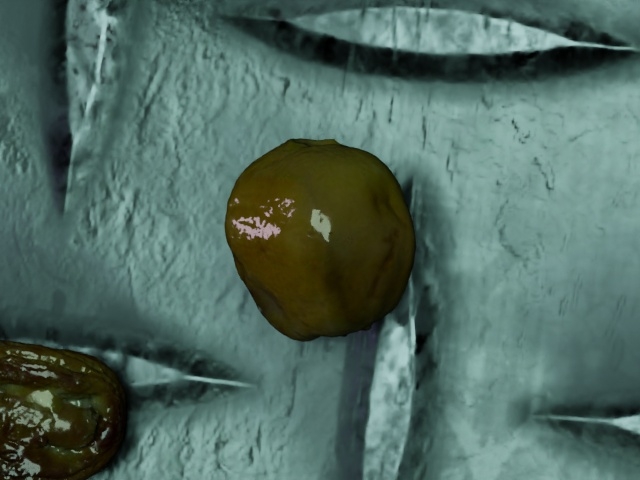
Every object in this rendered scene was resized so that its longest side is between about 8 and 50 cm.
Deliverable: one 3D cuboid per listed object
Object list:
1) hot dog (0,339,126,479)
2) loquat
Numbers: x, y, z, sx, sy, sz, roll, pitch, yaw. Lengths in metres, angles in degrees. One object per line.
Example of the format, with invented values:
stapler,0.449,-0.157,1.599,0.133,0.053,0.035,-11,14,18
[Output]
hot dog,-0.208,0.117,1.165,0.147,0.065,0.099,8,94,11
loquat,0.000,0.000,1.108,0.137,0.113,0.137,12,111,34
